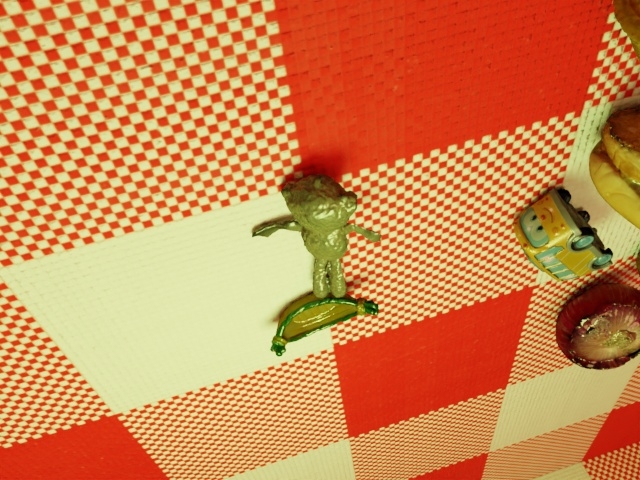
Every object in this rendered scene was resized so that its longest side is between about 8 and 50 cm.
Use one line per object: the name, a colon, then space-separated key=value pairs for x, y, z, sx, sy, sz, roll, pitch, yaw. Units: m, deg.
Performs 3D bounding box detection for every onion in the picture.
onion: x=0.703 y=0.209 z=1.420 sx=0.248 sy=0.161 sz=0.247 roll=-11 pitch=126 yaw=-15

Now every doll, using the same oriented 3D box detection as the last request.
doll: x=0.016 y=0.001 z=0.979 sx=0.203 sy=0.091 sz=0.285 roll=-7 pitch=136 yaw=35

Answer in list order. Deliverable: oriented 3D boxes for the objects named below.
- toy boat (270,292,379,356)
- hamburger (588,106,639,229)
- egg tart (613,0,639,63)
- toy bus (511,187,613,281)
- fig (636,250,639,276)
toy boat: x=0.001 y=0.153 z=1.126 sx=0.230 sy=0.088 sz=0.089 roll=-26 pitch=137 yaw=5
hamburger: x=0.625 y=-0.120 z=0.954 sx=0.305 sy=0.284 sz=0.174 roll=-7 pitch=134 yaw=-22
egg tart: x=0.524 y=-0.319 z=0.787 sx=0.215 sy=0.215 sz=0.171 roll=-34 pitch=152 yaw=13
toy bus: x=0.478 y=-0.002 z=1.139 sx=0.136 sy=0.126 sz=0.210 roll=-35 pitch=137 yaw=27
fig: x=0.862 y=0.115 z=1.314 sx=0.191 sy=0.290 sz=0.190 roll=-13 pitch=162 yaw=-4
